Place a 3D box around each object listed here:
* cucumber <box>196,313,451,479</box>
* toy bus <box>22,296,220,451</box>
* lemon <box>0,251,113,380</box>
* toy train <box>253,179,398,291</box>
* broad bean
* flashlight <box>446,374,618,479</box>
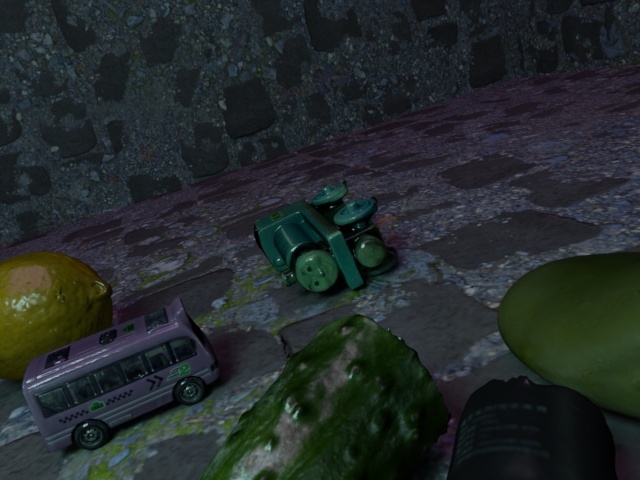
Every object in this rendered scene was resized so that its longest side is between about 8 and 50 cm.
[{"bbox_3d":[-0.022,0.166,0.368,0.134,0.134,0.244,3,29,46],"label":"cucumber"},{"bbox_3d":[-0.226,0.151,0.611,0.199,0.108,0.096,-22,18,-16],"label":"toy bus"},{"bbox_3d":[-0.424,0.112,0.779,0.257,0.188,0.188,-17,17,5],"label":"lemon"},{"bbox_3d":[0.000,0.000,0.874,0.194,0.120,0.298,-26,18,-6],"label":"toy train"},{"bbox_3d":[0.264,0.071,0.442,0.189,0.121,0.263,-26,4,-14],"label":"broad bean"},{"bbox_3d":[0.067,0.211,0.189,0.103,0.103,0.424,-7,20,27],"label":"flashlight"}]
